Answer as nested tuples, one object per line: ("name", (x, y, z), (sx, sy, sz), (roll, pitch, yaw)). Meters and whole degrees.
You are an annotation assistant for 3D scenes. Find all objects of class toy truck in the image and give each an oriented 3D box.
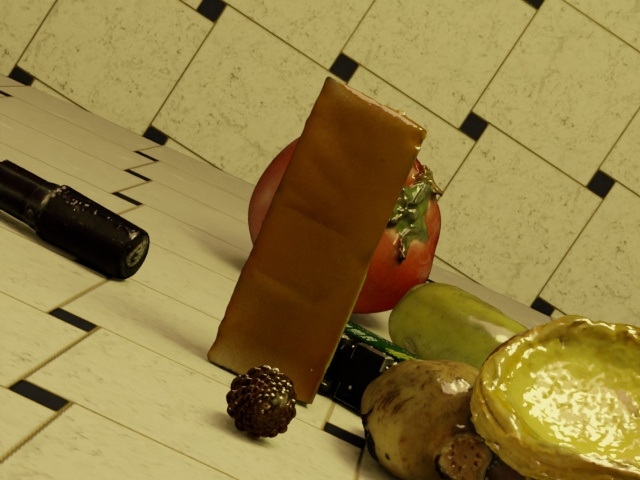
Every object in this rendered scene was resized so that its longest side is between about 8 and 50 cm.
("toy truck", (0.065, 0.168, 2.047), (0.259, 0.088, 0.121), (27, 7, 28))

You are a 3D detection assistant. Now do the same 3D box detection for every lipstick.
("lipstick", (-0.359, -0.042, 2.186), (0.299, 0.081, 0.081), (28, 8, 20))

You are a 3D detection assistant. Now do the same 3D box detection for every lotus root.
("lotus root", (0.117, 0.197, 1.814), (0.154, 0.140, 0.257), (-12, 10, -17))

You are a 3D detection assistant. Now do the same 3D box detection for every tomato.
("tomato", (0.035, -0.033, 2.665), (0.321, 0.321, 0.321), (24, 7, -3))

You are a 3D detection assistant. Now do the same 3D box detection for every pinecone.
("pinecone", (-0.062, 0.166, 1.703), (0.077, 0.077, 0.083), (23, -7, -11))

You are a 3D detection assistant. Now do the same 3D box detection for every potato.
("potato", (0.203, 0.149, 2.395), (0.228, 0.149, 0.197), (26, 20, 20))

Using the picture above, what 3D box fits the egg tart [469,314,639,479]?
("egg tart", (0.298, 0.201, 1.708), (0.294, 0.123, 0.294), (3, 36, -2))

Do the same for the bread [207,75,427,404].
("bread", (0.000, 0.000, 1.948), (0.138, 0.361, 0.077), (23, 1, 5))

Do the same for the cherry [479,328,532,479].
("cherry", (0.285, 0.217, 1.914), (0.285, 0.213, 0.236), (36, 39, -46))
